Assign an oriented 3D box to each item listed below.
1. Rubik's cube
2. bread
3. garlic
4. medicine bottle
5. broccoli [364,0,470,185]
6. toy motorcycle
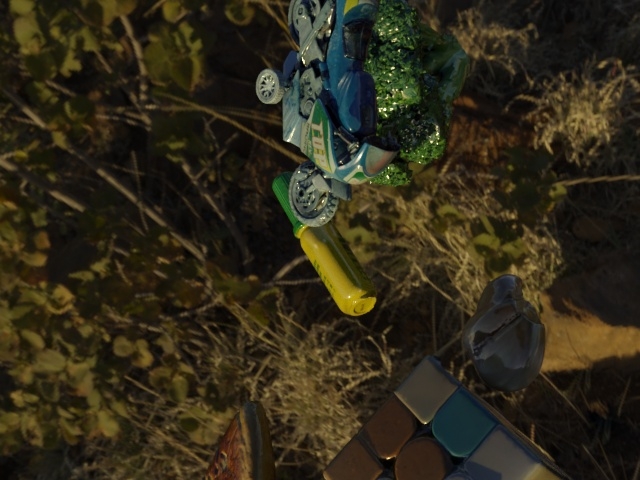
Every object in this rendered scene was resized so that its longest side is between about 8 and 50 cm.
[{"bbox_3d":[0.282,0.504,1.517,0.344,0.346,0.347,-48,41,2],"label":"Rubik's cube"},{"bbox_3d":[-0.085,0.249,0.855,0.154,0.054,0.136,4,83,61],"label":"bread"},{"bbox_3d":[0.366,0.210,1.557,0.110,0.228,0.217,-1,47,-22],"label":"garlic"},{"bbox_3d":[0.000,0.000,1.381,0.076,0.111,0.309,-31,66,-6],"label":"medicine bottle"},{"bbox_3d":[0.094,-0.240,1.147,0.275,0.308,0.308,-32,46,-32],"label":"broccoli"},{"bbox_3d":[0.016,-0.140,0.723,0.135,0.092,0.255,2,94,45],"label":"toy motorcycle"}]
